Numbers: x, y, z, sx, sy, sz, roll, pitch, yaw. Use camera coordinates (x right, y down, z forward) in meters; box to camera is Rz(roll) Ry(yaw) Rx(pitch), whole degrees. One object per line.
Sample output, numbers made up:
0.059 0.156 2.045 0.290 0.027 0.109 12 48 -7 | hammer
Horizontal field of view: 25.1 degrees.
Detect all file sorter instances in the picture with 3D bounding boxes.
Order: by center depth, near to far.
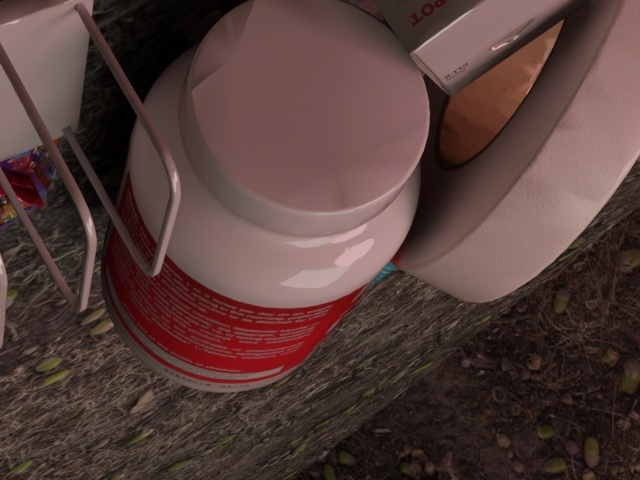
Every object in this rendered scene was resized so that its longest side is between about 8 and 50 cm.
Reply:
-0.254 -0.020 0.982 0.277 0.173 0.193 -25 164 -23 | file sorter

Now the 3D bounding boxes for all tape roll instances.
0.175 -0.136 1.175 0.392 0.072 0.392 -57 -165 24 | tape roll

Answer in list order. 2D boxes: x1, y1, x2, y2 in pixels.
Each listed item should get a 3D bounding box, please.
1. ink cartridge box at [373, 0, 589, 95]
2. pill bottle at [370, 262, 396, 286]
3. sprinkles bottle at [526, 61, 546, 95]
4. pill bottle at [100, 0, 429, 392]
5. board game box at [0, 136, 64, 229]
0.085 -0.216 1.009 0.128 0.176 0.127 -35 164 11 | ink cartridge box
0.000 0.000 1.566 0.264 0.146 0.146 -35 164 16 | pill bottle
0.316 -0.240 1.471 0.355 0.121 0.121 -31 164 -1 | sprinkles bottle
-0.051 -0.030 1.173 0.229 0.229 0.408 -26 168 -21 | pill bottle
-0.273 -0.025 1.186 0.133 0.033 0.169 -23 162 -30 | board game box
